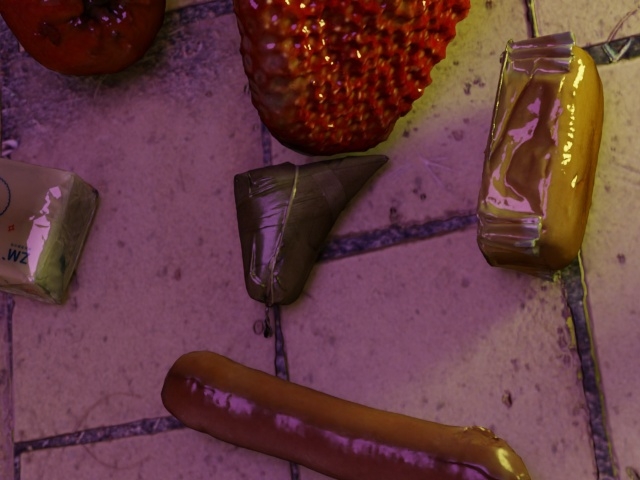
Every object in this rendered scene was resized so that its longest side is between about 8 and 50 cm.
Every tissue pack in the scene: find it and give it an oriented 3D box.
[{"bbox_3d":[-0.377,-0.020,2.050,0.196,0.092,0.148,11,75,22],"label":"tissue pack"}]

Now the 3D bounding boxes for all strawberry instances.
[{"bbox_3d":[0.012,-0.267,1.906,0.267,0.312,0.351,19,96,45],"label":"strawberry"}]

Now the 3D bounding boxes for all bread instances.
[{"bbox_3d":[0.233,-0.088,1.830,0.107,0.136,0.241,5,73,19],"label":"bread"}]

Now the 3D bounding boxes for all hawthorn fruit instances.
[{"bbox_3d":[-0.306,-0.333,2.086,0.211,0.211,0.299,-42,54,1],"label":"hawthorn fruit"}]

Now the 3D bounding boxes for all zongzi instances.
[{"bbox_3d":[0.000,0.000,1.926,0.178,0.081,0.189,-8,75,2],"label":"zongzi"}]

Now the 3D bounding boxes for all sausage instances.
[{"bbox_3d":[0.024,0.204,1.823,0.419,0.094,0.094,14,50,23],"label":"sausage"}]
